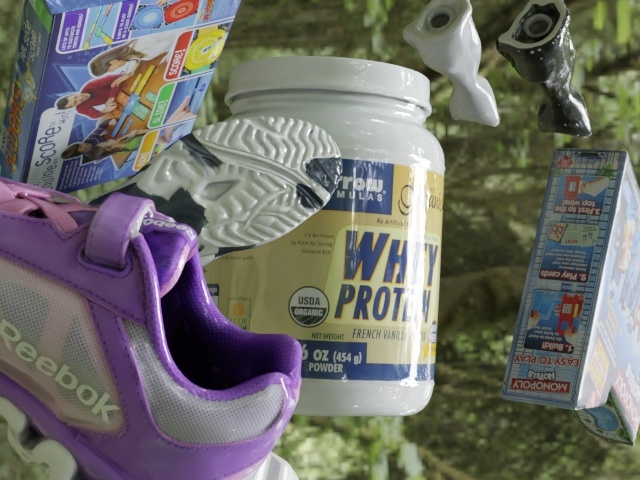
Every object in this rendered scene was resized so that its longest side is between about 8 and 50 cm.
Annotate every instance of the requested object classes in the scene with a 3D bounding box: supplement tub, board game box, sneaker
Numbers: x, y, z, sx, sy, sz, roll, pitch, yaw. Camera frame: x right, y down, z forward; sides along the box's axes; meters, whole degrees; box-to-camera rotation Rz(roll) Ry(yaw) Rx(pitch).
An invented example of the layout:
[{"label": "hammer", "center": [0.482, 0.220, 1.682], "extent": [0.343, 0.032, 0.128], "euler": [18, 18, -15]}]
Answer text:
[{"label": "supplement tub", "center": [0.000, 0.000, 1.135], "extent": [0.228, 0.229, 0.316], "euler": [104, -11, -86]}, {"label": "board game box", "center": [-0.137, -0.106, 0.799], "extent": [0.035, 0.136, 0.201], "euler": [59, -34, 20]}, {"label": "sneaker", "center": [-0.099, 0.013, 0.434], "extent": [0.104, 0.236, 0.095], "euler": [-46, -172, 24]}, {"label": "board game box", "center": [0.203, 0.065, 0.913], "extent": [0.194, 0.060, 0.194], "euler": [58, 48, -45]}, {"label": "sneaker", "center": [-0.102, -0.014, 0.877], "extent": [0.094, 0.235, 0.153], "euler": [58, -10, -3]}]

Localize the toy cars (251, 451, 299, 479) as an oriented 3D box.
[{"label": "toy cars", "center": [-0.052, 0.354, 1.221], "extent": [0.176, 0.087, 0.393], "euler": [-52, 143, -64]}]

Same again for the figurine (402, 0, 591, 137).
[{"label": "figurine", "center": [0.234, -0.211, 1.543], "extent": [0.092, 0.215, 0.209], "euler": [-62, 145, -24]}]
